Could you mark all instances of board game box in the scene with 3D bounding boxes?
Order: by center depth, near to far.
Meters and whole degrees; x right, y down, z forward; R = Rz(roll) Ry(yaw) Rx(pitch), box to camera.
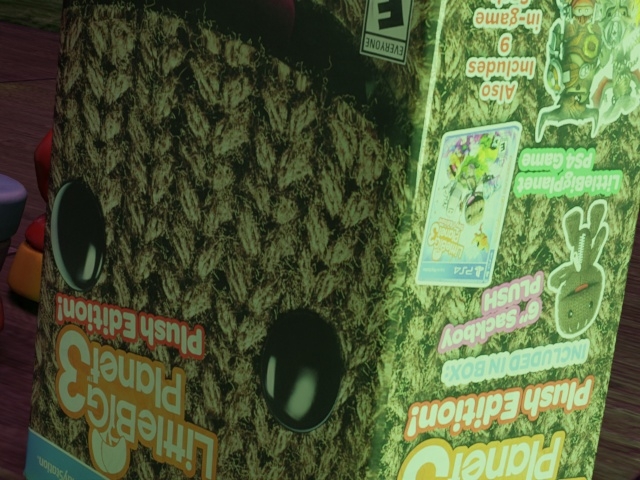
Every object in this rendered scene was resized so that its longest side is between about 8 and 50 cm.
[{"bbox_3d":[0.000,0.000,0.680,0.141,0.291,0.232,-6,19,-42],"label":"board game box"}]

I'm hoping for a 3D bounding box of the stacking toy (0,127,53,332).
[{"bbox_3d":[-0.252,-0.035,0.990,0.279,0.130,0.309,14,10,26],"label":"stacking toy"}]
